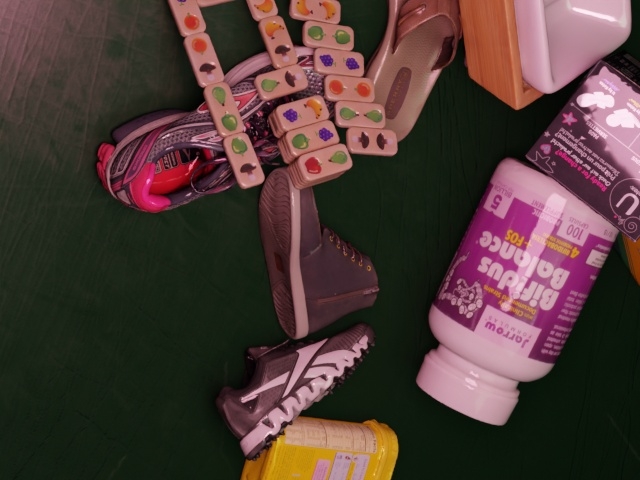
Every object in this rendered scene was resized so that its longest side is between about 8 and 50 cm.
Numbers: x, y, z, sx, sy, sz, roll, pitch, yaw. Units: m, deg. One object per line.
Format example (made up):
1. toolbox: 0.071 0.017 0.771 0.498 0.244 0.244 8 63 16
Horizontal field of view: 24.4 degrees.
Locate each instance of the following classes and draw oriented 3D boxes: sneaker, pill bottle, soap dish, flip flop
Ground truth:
1. sneaker: 0.000 0.000 1.728 0.118 0.083 0.222 -20 126 -24
2. pill bottle: 0.234 0.065 1.807 0.169 0.169 0.302 20 99 -31
3. soap dish: 0.243 -0.322 1.657 0.229 0.118 0.291 -35 125 -42
4. flip flop: 0.117 -0.237 1.687 0.112 0.080 0.277 15 101 -30
5. sneaker: -0.091 -0.110 1.616 0.299 0.112 0.121 -30 119 -14
6. sneaker: -0.033 0.152 1.759 0.106 0.078 0.234 47 60 8

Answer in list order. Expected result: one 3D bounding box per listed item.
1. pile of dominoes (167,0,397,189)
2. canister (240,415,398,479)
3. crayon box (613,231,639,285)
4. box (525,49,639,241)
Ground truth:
1. pile of dominoes: -0.033 -0.183 1.581 0.196 0.040 0.251 -19 83 -25
2. canister: -0.003 0.278 1.829 0.169 0.073 0.126 11 104 -28
3. crayon box: 0.475 0.027 1.847 0.081 0.278 0.165 -44 121 -7
4. box: 0.354 -0.115 1.710 0.163 0.247 0.142 39 108 7
